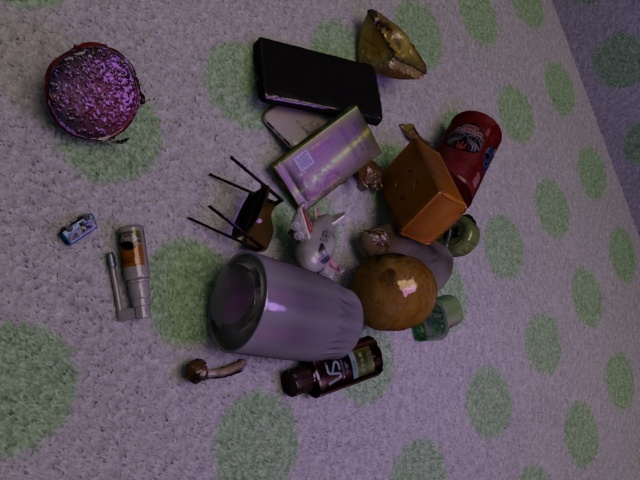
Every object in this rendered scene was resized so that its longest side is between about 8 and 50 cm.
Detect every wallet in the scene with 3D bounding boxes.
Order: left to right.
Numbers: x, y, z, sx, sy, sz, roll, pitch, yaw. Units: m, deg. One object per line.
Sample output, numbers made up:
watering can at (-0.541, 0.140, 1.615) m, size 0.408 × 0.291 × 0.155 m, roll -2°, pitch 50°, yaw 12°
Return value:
wallet at (-0.002, -0.478, 1.863) m, size 0.406 × 0.062 × 0.228 m, roll 5°, pitch 66°, yaw -28°

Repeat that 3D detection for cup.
cup at (-0.087, 0.188, 1.590) m, size 0.372 × 0.253 × 0.253 m, roll 19°, pitch 69°, yaw -37°

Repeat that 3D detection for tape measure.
tape measure at (0.484, -0.019, 2.163) m, size 0.087 × 0.154 × 0.177 m, roll 23°, pitch 71°, yaw -40°

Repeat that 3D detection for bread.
bread at (0.238, -0.636, 2.091) m, size 0.204 × 0.162 × 0.262 m, roll 7°, pitch 54°, yaw -36°

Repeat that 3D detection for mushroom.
mushroom at (-0.265, 0.324, 1.551) m, size 0.187 × 0.061 × 0.060 m, roll 8°, pitch 89°, yaw -50°
mushroom at (0.278, 0.033, 2.002) m, size 0.397 × 0.126 × 0.177 m, roll 30°, pitch 72°, yaw -35°

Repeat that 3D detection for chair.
chair at (-0.196, -0.074, 1.624) m, size 0.247 × 0.172 × 0.158 m, roll 31°, pitch 62°, yaw -23°

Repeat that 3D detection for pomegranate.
pomegranate at (0.218, 0.153, 1.830) m, size 0.260 × 0.260 × 0.260 m, roll 9°, pitch 75°, yaw -37°

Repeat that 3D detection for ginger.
ginger at (0.337, -0.370, 2.186) m, size 0.137 × 0.044 × 0.057 m, roll 43°, pitch 39°, yaw -26°

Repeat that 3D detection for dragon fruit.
dragon fruit at (-0.540, -0.352, 1.426) m, size 0.224 × 0.148 × 0.218 m, roll 18°, pitch 100°, yaw -45°

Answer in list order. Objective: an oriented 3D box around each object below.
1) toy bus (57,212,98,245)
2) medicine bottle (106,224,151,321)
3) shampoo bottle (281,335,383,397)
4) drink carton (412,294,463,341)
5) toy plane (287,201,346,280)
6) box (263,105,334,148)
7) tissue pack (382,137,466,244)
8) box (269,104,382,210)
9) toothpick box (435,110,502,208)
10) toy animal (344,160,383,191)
toy bus at (-0.550, -0.026, 1.396) m, size 0.083 × 0.038 × 0.046 m, roll -43°, pitch 112°, yaw -35°
medicine bottle at (-0.450, 0.077, 1.448) m, size 0.092 × 0.061 × 0.220 m, roll -9°, pitch 86°, yaw -15°
shampoo bottle at (0.038, 0.367, 1.759) m, size 0.323 × 0.084 × 0.129 m, roll -8°, pitch 83°, yaw -39°
drink carton at (0.394, 0.246, 2.041) m, size 0.142 × 0.144 × 0.146 m, roll -11°, pitch 88°, yaw -46°
toy plane at (-0.004, 0.001, 1.749) m, size 0.252 × 0.118 × 0.252 m, roll 37°, pitch 45°, yaw -49°
box at (-0.041, -0.392, 1.865) m, size 0.142 × 0.044 × 0.285 m, roll 46°, pitch 54°, yaw -2°
tissue pack at (0.323, -0.156, 1.953) m, size 0.145 × 0.194 × 0.274 m, roll 19°, pitch 38°, yaw -30°
box at (0.020, -0.241, 1.805) m, size 0.311 × 0.043 × 0.173 m, roll -39°, pitch 116°, yaw -10°
toothpick box at (0.501, -0.284, 2.196) m, size 0.204 × 0.204 × 0.333 m, roll 47°, pitch 57°, yaw -22°
toy animal at (0.095, -0.265, 1.947) m, size 0.312 × 0.097 × 0.157 m, roll 53°, pitch 43°, yaw -16°
